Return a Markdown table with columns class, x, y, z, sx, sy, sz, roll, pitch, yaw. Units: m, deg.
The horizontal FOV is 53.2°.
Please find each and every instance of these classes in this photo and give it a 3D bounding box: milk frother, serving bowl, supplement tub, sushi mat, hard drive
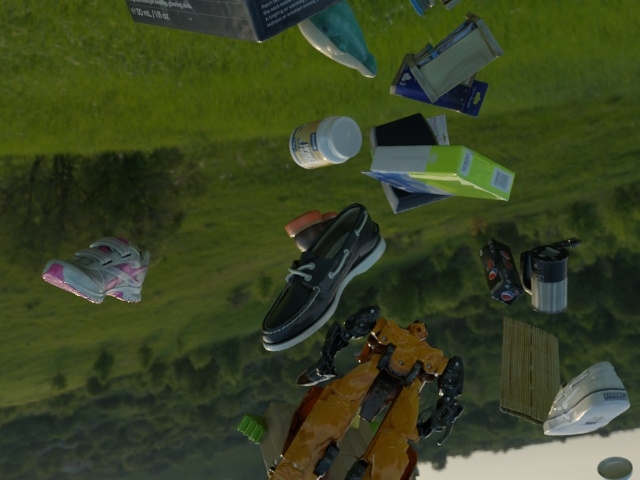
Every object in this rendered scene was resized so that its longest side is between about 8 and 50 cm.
| class | x | y | z | sx | sy | sz | roll | pitch | yaw |
| --- | --- | --- | --- | --- | --- | --- | --- | --- | --- |
| milk frother | 0.539 | 0.072 | 1.458 | 0.143 | 0.134 | 0.129 | -11 | -156 | -6 |
| serving bowl | 0.732 | 0.574 | 1.583 | 0.083 | 0.027 | 0.083 | -21 | -166 | 5 |
| supplement tub | 0.015 | -0.300 | 1.944 | 0.144 | 0.144 | 0.200 | 8 | 173 | -38 |
| sushi mat | 0.502 | 0.310 | 1.526 | 0.152 | 0.316 | 0.019 | 22 | 127 | 3 |
| hard drive | 0.225 | -0.204 | 1.613 | 0.172 | 0.254 | 0.054 | -17 | 151 | 6 |

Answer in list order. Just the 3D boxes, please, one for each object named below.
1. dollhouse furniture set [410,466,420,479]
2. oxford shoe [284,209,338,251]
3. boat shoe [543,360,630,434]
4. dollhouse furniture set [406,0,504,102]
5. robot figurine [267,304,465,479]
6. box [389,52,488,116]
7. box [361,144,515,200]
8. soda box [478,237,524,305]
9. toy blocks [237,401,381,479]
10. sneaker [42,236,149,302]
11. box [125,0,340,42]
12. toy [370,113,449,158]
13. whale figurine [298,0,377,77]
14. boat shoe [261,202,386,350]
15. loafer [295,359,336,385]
| class | x | y | z | sx | sy | sz | roll | pitch | yaw |
| --- | --- | --- | --- | --- | --- | --- | --- | --- | --- |
| dollhouse furniture set | 0.114 | 0.543 | 1.109 | 0.161 | 0.212 | 0.242 | -13 | 119 | 14 |
| oxford shoe | 0.000 | 0.000 | 1.333 | 0.097 | 0.098 | 0.271 | -30 | 174 | 14 |
| boat shoe | 0.472 | 0.289 | 1.152 | 0.095 | 0.084 | 0.258 | 2 | 150 | -8 |
| dollhouse furniture set | 0.176 | -0.341 | 1.009 | 0.129 | 0.183 | 0.129 | -34 | -163 | 17 |
| robot figurine | 0.065 | 0.231 | 0.860 | 0.211 | 0.291 | 0.085 | 32 | 156 | 6 |
| box | 0.302 | -0.393 | 1.604 | 0.225 | 0.136 | 0.036 | 19 | 147 | 10 |
| box | 0.152 | -0.091 | 0.849 | 0.109 | 0.042 | 0.178 | 18 | 176 | -36 |
| soda box | 0.422 | 0.071 | 1.498 | 0.060 | 0.168 | 0.053 | 25 | 125 | -15 |
| toy blocks | 0.018 | 0.527 | 1.508 | 0.382 | 0.261 | 0.190 | 19 | 111 | -28 |
| sneaker | -0.389 | 0.042 | 1.130 | 0.103 | 0.111 | 0.252 | 21 | 180 | 12 |
| box | -0.211 | -0.658 | 1.168 | 0.297 | 0.480 | 0.471 | -37 | 130 | -27 |
| toy | 0.254 | -0.280 | 1.874 | 0.237 | 0.136 | 0.056 | -10 | 175 | 32 |
| whale figurine | 0.069 | -0.578 | 1.796 | 0.272 | 0.216 | 0.141 | 35 | 114 | -15 |
| boat shoe | -0.006 | 0.052 | 1.043 | 0.114 | 0.302 | 0.091 | -3 | 124 | 41 |
| loafer | -0.013 | 0.386 | 1.854 | 0.061 | 0.062 | 0.170 | -15 | 157 | -38 |
